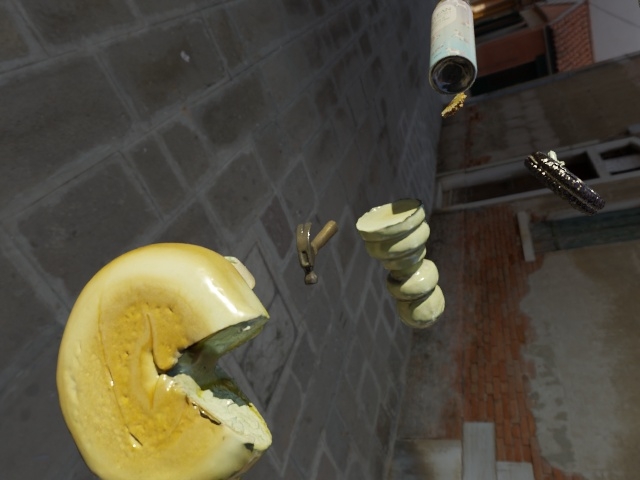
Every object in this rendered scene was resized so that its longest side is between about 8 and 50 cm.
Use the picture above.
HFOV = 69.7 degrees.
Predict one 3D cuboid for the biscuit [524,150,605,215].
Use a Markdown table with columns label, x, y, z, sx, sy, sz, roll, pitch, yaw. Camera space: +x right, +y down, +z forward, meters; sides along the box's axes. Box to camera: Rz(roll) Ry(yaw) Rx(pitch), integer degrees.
| label | x | y | z | sx | sy | sz | roll | pitch | yaw |
| --- | --- | --- | --- | --- | --- | --- | --- | --- | --- |
| biscuit | 0.525 | -0.126 | 0.995 | 0.194 | 0.053 | 0.195 | 29 | 27 | -16 |

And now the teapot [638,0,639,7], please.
| label | x | y | z | sx | sy | sz | roll | pitch | yaw |
| --- | --- | --- | --- | --- | --- | --- | --- | --- | --- |
| teapot | 0.517 | -0.325 | 0.520 | 0.163 | 0.221 | 0.178 | 36 | 20 | -49 |

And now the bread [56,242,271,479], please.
| label | x | y | z | sx | sy | sz | roll | pitch | yaw |
| --- | --- | --- | --- | --- | --- | --- | --- | --- | --- |
| bread | -0.201 | 0.171 | 0.626 | 0.160 | 0.332 | 0.334 | 32 | 51 | -74 |

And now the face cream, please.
| label | x | y | z | sx | sy | sz | roll | pitch | yaw |
| --- | --- | --- | --- | --- | --- | --- | --- | --- | --- |
| face cream | 0.221 | -0.341 | 0.777 | 0.075 | 0.075 | 0.230 | 57 | 34 | -42 |

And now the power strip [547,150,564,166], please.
| label | x | y | z | sx | sy | sz | roll | pitch | yaw |
| --- | --- | --- | --- | --- | --- | --- | --- | --- | --- |
| power strip | 0.616 | -0.206 | 1.205 | 0.055 | 0.035 | 0.083 | 70 | 26 | -20 |

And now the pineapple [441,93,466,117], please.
| label | x | y | z | sx | sy | sz | roll | pitch | yaw |
| --- | --- | --- | --- | --- | --- | --- | --- | --- | --- |
| pineapple | 0.354 | -0.355 | 1.208 | 0.019 | 0.083 | 0.045 | 35 | 14 | -26 |

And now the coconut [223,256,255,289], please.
| label | x | y | z | sx | sy | sz | roll | pitch | yaw |
| --- | --- | --- | --- | --- | --- | --- | --- | --- | --- |
| coconut | -0.195 | 0.086 | 0.907 | 0.122 | 0.116 | 0.116 | -59 | 164 | 18 |

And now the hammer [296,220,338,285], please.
| label | x | y | z | sx | sy | sz | roll | pitch | yaw |
| --- | --- | --- | --- | --- | --- | --- | --- | --- | --- |
| hammer | 0.000 | 0.000 | 1.459 | 0.440 | 0.044 | 0.169 | -46 | 127 | -74 |

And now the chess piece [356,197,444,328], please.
| label | x | y | z | sx | sy | sz | roll | pitch | yaw |
| --- | --- | --- | --- | --- | --- | --- | --- | --- | --- |
| chess piece | 0.169 | 0.055 | 0.874 | 0.244 | 0.133 | 0.133 | 67 | 27 | -17 |
